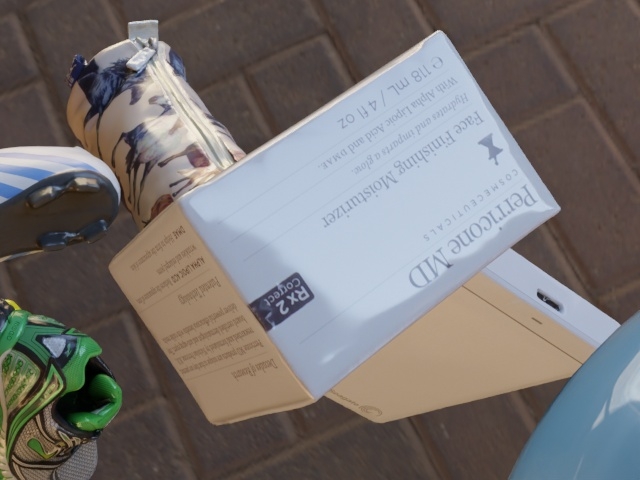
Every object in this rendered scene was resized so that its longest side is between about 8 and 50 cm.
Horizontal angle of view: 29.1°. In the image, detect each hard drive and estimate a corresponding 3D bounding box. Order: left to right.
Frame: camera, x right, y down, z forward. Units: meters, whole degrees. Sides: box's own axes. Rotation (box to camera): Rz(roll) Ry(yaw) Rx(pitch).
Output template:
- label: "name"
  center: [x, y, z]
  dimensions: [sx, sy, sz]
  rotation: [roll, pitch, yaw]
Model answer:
- label: "hard drive"
  center: [0.105, 0.102, 1.289]
  dimensions: [0.353, 0.233, 0.047]
  rotation: [-23, 45, 46]

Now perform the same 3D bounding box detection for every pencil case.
- label: "pencil case"
  center: [-0.158, -0.086, 1.412]
  dimensions: [0.160, 0.184, 0.410]
  rotation: [-14, 40, -24]

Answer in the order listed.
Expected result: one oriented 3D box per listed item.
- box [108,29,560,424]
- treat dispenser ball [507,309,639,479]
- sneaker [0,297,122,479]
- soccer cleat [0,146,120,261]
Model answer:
- label: "box"
  center: [0.000, 0.000, 0.688]
  dimensions: [0.181, 0.182, 0.119]
  rotation: [-36, 93, -24]
- label: "treat dispenser ball"
  center: [0.189, 0.135, 0.370]
  dimensions: [0.288, 0.288, 0.288]
  rotation: [-6, 63, 11]
- label: "sneaker"
  center: [-0.297, 0.202, 1.386]
  dimensions: [0.146, 0.343, 0.134]
  rotation: [18, 59, 11]
- label: "soccer cleat"
  center: [-0.374, -0.026, 1.275]
  dimensions: [0.331, 0.116, 0.143]
  rotation: [-11, 29, -19]
